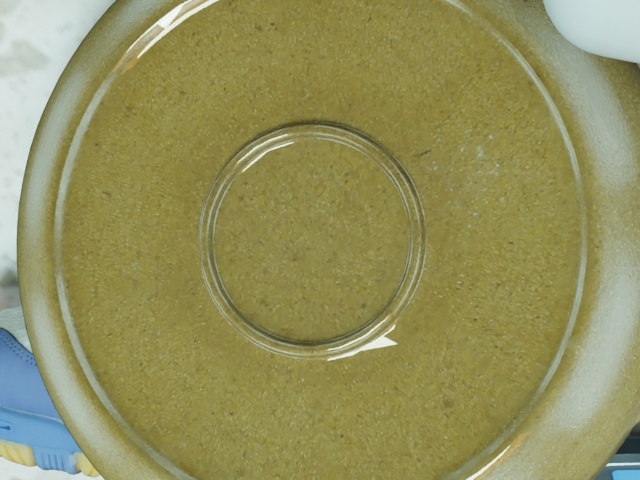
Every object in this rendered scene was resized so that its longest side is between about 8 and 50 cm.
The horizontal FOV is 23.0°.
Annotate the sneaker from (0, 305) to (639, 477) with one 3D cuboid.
[{"bbox_3d":[-0.018,0.011,0.608,0.296,0.112,0.131,-7,107,17],"label":"sneaker"}]

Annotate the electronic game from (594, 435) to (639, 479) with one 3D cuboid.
[{"bbox_3d":[0.151,0.173,0.734,0.229,0.048,0.229,5,132,6],"label":"electronic game"}]

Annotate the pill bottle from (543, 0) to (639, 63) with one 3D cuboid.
[{"bbox_3d":[0.123,-0.110,0.440,0.229,0.131,0.131,10,131,2],"label":"pill bottle"}]

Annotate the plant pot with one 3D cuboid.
[{"bbox_3d":[0.000,0.000,0.524,0.236,0.032,0.236,-1,87,15],"label":"plant pot"}]
